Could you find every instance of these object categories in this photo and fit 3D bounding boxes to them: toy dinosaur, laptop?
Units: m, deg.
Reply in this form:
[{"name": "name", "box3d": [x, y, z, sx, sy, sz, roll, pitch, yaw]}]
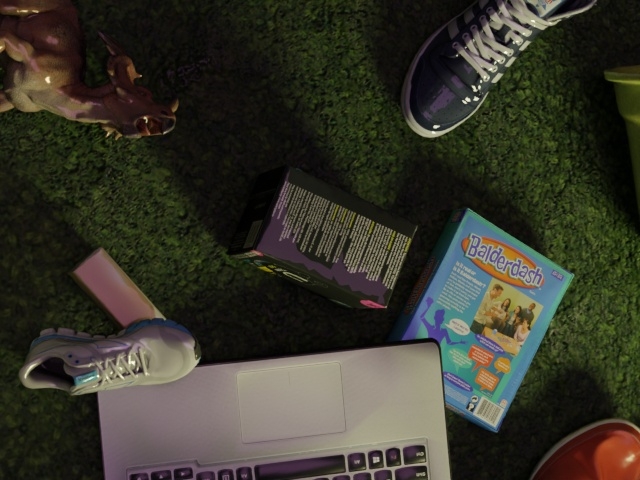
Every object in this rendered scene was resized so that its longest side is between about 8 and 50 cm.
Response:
[{"name": "toy dinosaur", "box3d": [-0.281, -0.206, 1.298, 0.200, 0.127, 0.296, -19, 81, -25]}, {"name": "laptop", "box3d": [-0.016, 0.326, 1.268, 0.381, 0.236, 0.408, -5, 91, -11]}]

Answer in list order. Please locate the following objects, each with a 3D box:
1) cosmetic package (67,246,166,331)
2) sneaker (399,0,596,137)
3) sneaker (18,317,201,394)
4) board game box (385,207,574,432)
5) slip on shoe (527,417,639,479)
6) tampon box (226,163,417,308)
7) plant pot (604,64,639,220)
[{"name": "cosmetic package", "box3d": [-0.213, 0.063, 1.333, 0.041, 0.060, 0.115, -43, 99, -15]}, {"name": "sneaker", "box3d": [0.209, -0.238, 1.435, 0.099, 0.153, 0.282, 44, 76, -11]}, {"name": "sneaker", "box3d": [-0.216, 0.128, 1.277, 0.190, 0.083, 0.071, -7, 107, 12]}, {"name": "board game box", "box3d": [0.179, 0.092, 1.464, 0.160, 0.047, 0.210, 31, 79, -13]}, {"name": "slip on shoe", "box3d": [0.269, 0.335, 1.454, 0.331, 0.101, 0.123, -40, 97, -17]}, {"name": "tampon box", "box3d": [0.000, 0.000, 1.372, 0.161, 0.120, 0.102, 25, 79, -15]}, {"name": "plant pot", "box3d": [0.475, -0.079, 1.475, 0.276, 0.276, 0.254, -6, 100, -18]}]
